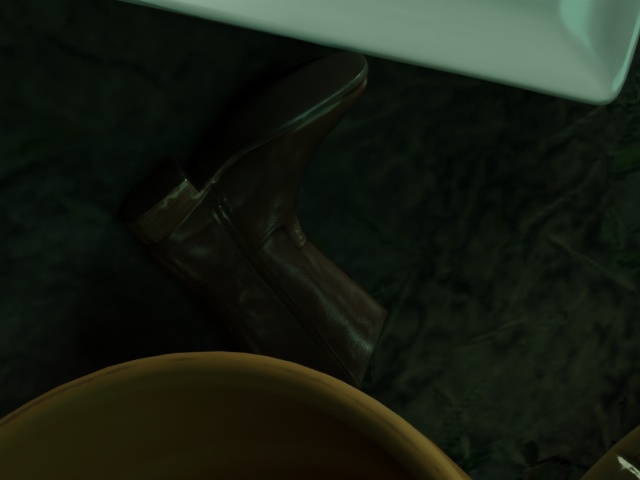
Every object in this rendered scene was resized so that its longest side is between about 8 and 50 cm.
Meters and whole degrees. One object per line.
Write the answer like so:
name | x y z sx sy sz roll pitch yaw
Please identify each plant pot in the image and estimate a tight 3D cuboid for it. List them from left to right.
plant pot | -0.014 0.206 0.605 0.291 0.291 0.203 -55 141 -2

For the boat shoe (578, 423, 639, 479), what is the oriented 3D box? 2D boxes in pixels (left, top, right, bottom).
boat shoe | 0.125 0.185 0.772 0.341 0.121 0.110 -46 160 -5

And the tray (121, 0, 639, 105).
tray | 0.015 -0.139 0.631 0.270 0.030 0.145 9 101 -32

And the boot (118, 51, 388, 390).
boot | 0.000 0.000 0.659 0.106 0.037 0.114 -34 120 11
